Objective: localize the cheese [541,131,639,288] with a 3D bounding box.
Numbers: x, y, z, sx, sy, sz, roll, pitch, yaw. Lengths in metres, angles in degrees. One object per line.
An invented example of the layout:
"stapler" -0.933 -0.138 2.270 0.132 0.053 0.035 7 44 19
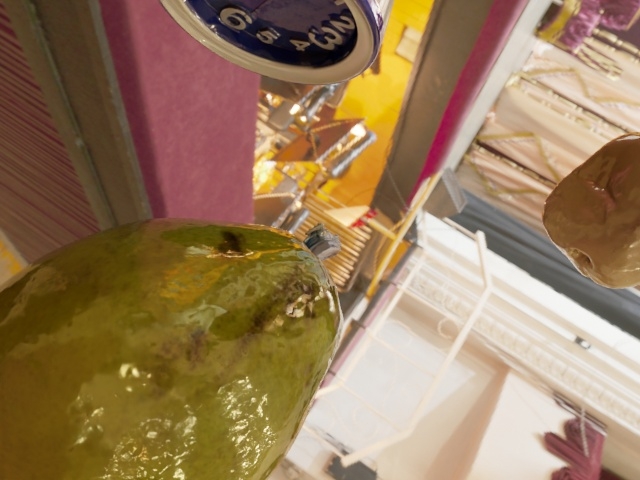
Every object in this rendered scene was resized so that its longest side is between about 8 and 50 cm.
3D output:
"cheese" 0.423 -0.046 0.849 0.218 0.117 0.235 -20 -141 51

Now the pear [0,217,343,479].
"pear" -0.109 0.090 0.396 0.269 0.212 0.212 -35 165 -10

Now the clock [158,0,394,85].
"clock" -0.044 -0.243 0.565 0.230 0.231 0.083 85 23 -73

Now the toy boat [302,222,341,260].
"toy boat" 0.000 0.000 0.584 0.038 0.038 0.083 -58 168 3
